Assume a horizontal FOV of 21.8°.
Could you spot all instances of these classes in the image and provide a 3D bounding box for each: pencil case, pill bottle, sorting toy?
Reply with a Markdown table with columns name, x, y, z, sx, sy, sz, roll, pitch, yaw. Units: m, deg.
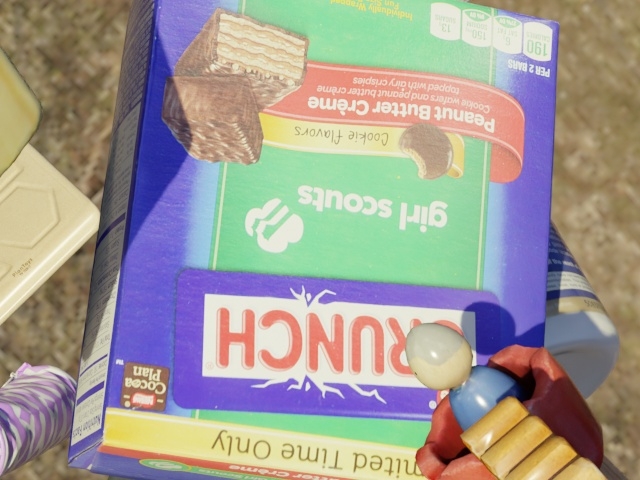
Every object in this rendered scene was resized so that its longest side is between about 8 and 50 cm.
| name | x | y | z | sx | sy | sz | roll | pitch | yaw |
| --- | --- | --- | --- | --- | --- | --- | --- | --- | --- |
| pencil case | -0.291 | 0.168 | 1.552 | 0.088 | 0.086 | 0.206 | 55 | 13 | 2 |
| pill bottle | 0.099 | 0.009 | 1.243 | 0.153 | 0.153 | 0.265 | 16 | 40 | -50 |
| sorting toy | -0.342 | -0.020 | 1.600 | 0.208 | 0.193 | 0.038 | 47 | -2 | -38 |

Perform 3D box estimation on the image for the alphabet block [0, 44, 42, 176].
| name | x | y | z | sx | sy | sz | roll | pitch | yaw |
| --- | --- | --- | --- | --- | --- | --- | --- | --- | --- |
| alphabet block | -0.273 | -0.064 | 0.692 | 0.193 | 0.192 | 0.197 | -55 | 137 | -27 |

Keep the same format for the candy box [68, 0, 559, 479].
| name | x | y | z | sx | sy | sz | roll | pitch | yaw |
| --- | --- | --- | --- | --- | --- | --- | --- | --- | --- |
| candy box | 0.000 | 0.000 | 1.040 | 0.268 | 0.122 | 0.317 | 9 | 74 | -14 |

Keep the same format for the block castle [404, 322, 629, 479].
| name | x | y | z | sx | sy | sz | roll | pitch | yaw |
| --- | --- | --- | --- | --- | --- | --- | --- | --- | --- |
| block castle | 0.218 | 0.070 | 0.636 | 0.213 | 0.303 | 0.453 | 44 | -2 | -16 |

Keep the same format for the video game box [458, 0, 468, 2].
| name | x | y | z | sx | sy | sz | roll | pitch | yaw |
| --- | --- | --- | --- | --- | --- | --- | --- | --- | --- |
| video game box | 0.139 | -0.309 | 1.559 | 0.048 | 0.205 | 0.187 | 34 | 44 | 19 |

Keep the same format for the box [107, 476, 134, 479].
| name | x | y | z | sx | sy | sz | roll | pitch | yaw |
| --- | --- | --- | --- | --- | --- | --- | --- | --- | --- |
| box | -0.053 | 0.328 | 1.218 | 0.294 | 0.296 | 0.183 | 27 | 5 | -30 |
